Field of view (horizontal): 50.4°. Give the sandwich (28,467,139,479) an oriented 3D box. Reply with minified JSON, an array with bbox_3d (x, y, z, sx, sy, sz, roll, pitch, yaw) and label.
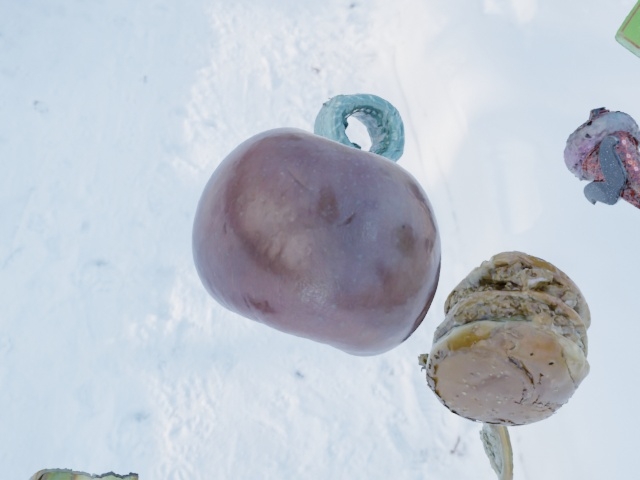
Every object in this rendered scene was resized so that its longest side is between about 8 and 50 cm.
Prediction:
[{"bbox_3d":[-0.267,0.353,0.703,0.117,0.144,0.187,15,48,-32],"label":"sandwich"}]

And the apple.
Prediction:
[{"bbox_3d":[0.000,0.000,0.823,0.306,0.234,0.306,21,-4,2],"label":"apple"}]

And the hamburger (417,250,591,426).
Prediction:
[{"bbox_3d":[0.281,0.164,1.047,0.261,0.245,0.211,-9,33,23],"label":"hamburger"}]

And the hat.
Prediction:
[{"bbox_3d":[0.459,-0.091,1.029,0.129,0.140,0.227,1,46,-25],"label":"hat"}]

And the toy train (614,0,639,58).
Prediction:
[{"bbox_3d":[0.743,-0.435,1.285,0.174,0.307,0.248,-2,45,-33],"label":"toy train"}]

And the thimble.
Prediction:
[{"bbox_3d":[0.093,-0.276,1.738,0.235,0.143,0.198,43,72,-18],"label":"thimble"}]

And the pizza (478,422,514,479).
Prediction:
[{"bbox_3d":[0.458,0.521,1.817,0.034,0.181,0.262,-5,19,-5],"label":"pizza"}]
